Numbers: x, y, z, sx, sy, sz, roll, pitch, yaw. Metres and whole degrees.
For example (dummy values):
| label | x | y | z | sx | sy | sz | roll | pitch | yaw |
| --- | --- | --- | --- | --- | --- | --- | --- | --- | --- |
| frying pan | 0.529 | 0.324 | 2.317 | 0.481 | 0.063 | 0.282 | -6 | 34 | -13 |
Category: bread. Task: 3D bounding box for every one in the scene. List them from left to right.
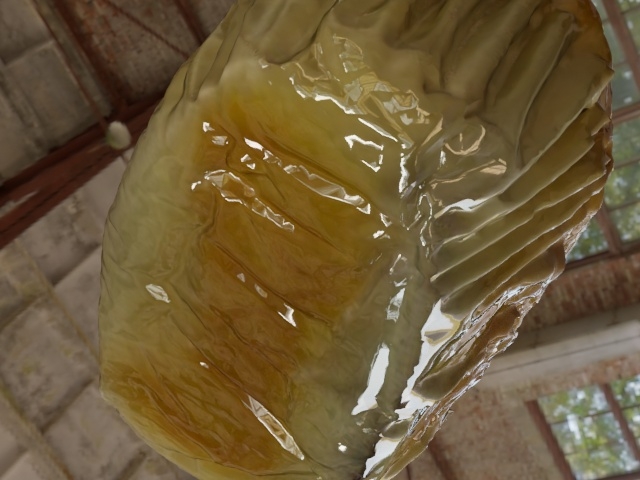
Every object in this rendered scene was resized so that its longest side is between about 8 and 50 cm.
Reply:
| label | x | y | z | sx | sy | sz | roll | pitch | yaw |
| --- | --- | --- | --- | --- | --- | --- | --- | --- | --- |
| bread | 0.010 | 0.008 | 0.534 | 0.236 | 0.389 | 0.183 | 36 | -132 | 2 |
